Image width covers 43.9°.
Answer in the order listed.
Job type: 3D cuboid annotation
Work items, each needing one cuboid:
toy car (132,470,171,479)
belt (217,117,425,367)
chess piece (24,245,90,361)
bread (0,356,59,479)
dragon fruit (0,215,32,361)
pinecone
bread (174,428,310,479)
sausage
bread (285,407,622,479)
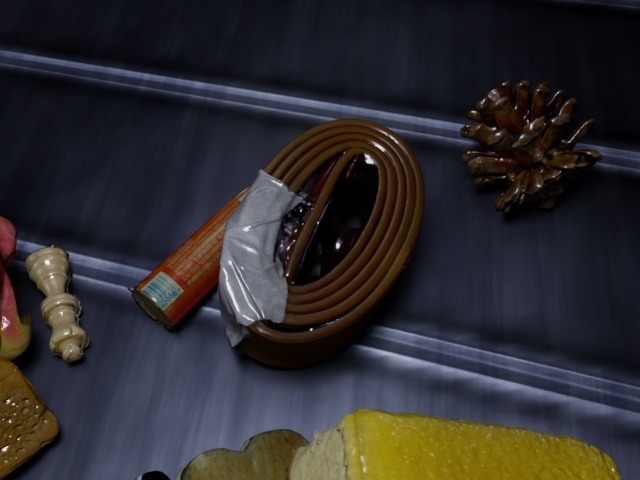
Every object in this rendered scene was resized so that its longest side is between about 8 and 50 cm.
[{"bbox_3d":[-0.187,0.341,0.792,0.108,0.089,0.210,-15,54,8],"label":"toy car"},{"bbox_3d":[0.000,0.000,0.986,0.217,0.122,0.339,28,60,5],"label":"belt"},{"bbox_3d":[-0.340,0.086,1.037,0.060,0.060,0.172,-22,55,-11],"label":"chess piece"},{"bbox_3d":[-0.434,0.242,0.868,0.271,0.139,0.077,-39,32,-20],"label":"bread"},{"bbox_3d":[-0.487,0.066,0.960,0.305,0.226,0.305,-4,80,24],"label":"dragon fruit"},{"bbox_3d":[0.280,-0.133,1.076,0.179,0.150,0.195,-25,49,-5],"label":"pinecone"},{"bbox_3d":[-0.068,0.312,0.764,0.207,0.056,0.286,15,43,-25],"label":"bread"},{"bbox_3d":[-0.134,0.007,1.062,0.083,0.083,0.264,29,59,26],"label":"sausage"},{"bbox_3d":[0.144,0.320,0.659,0.323,0.143,0.333,15,43,-22],"label":"bread"}]
